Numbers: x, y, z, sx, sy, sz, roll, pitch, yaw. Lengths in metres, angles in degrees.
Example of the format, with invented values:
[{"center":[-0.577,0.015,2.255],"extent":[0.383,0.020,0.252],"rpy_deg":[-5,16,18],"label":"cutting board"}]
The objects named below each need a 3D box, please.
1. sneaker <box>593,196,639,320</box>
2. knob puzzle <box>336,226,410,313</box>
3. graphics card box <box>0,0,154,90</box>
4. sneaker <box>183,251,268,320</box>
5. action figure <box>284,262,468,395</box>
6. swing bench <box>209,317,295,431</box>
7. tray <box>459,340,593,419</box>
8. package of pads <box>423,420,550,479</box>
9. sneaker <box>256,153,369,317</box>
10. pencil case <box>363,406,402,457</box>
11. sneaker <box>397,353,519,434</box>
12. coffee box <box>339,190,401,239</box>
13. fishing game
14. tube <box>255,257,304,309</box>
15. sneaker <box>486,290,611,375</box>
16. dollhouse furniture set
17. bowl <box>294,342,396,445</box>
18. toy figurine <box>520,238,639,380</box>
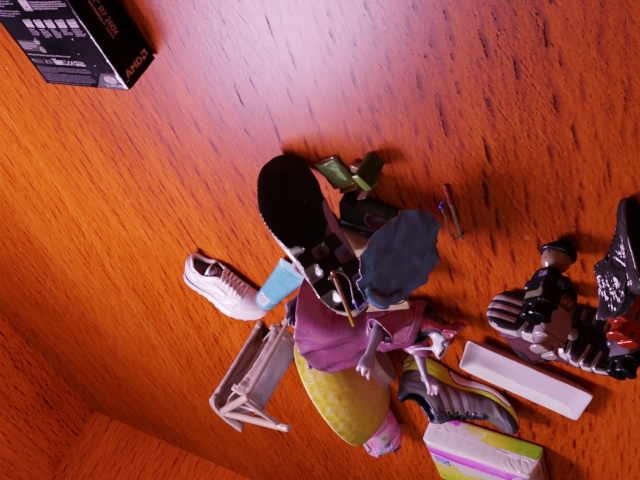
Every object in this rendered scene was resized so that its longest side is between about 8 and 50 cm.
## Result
[{"center":[0.433,0.028,1.310],"extent":[0.051,0.170,0.089],"rpy_deg":[-4,172,-37],"label":"sneaker"},{"center":[0.068,0.050,1.723],"extent":[0.213,0.030,0.213],"rpy_deg":[17,130,21],"label":"knob puzzle"},{"center":[-0.466,-0.419,1.506],"extent":[0.232,0.094,0.371],"rpy_deg":[9,145,34],"label":"graphics card box"},{"center":[-0.228,0.112,2.187],"extent":[0.235,0.090,0.095],"rpy_deg":[27,144,3],"label":"sneaker"},{"center":[0.130,0.178,1.887],"extent":[0.370,0.276,0.248],"rpy_deg":[-8,157,23],"label":"action figure"},{"center":[-0.143,0.342,2.300],"extent":[0.165,0.253,0.254],"rpy_deg":[43,150,-22],"label":"swing bench"},{"center":[0.428,0.284,1.877],"extent":[0.270,0.030,0.145],"rpy_deg":[23,153,14],"label":"tray"},{"center":[0.427,0.568,2.280],"extent":[0.296,0.101,0.229],"rpy_deg":[14,148,31],"label":"package of pads"},{"center":[-0.013,0.001,1.633],"extent":[0.331,0.122,0.146],"rpy_deg":[63,-178,18],"label":"sneaker"},{"center":[0.129,0.469,2.393],"extent":[0.124,0.124,0.284],"rpy_deg":[12,147,32],"label":"pencil case"},{"center":[0.308,0.378,2.052],"extent":[0.300,0.121,0.111],"rpy_deg":[24,153,12],"label":"sneaker"},{"center":[0.095,-0.013,1.692],"extent":[0.113,0.040,0.184],"rpy_deg":[22,152,16],"label":"coffee box"},{"center":[0.131,0.028,1.510],"extent":[0.041,0.264,0.189],"rpy_deg":[37,161,44],"label":"fishing game"},{"center":[-0.094,0.103,2.075],"extent":[0.080,0.052,0.207],"rpy_deg":[30,148,-9],"label":"tube"},{"center":[0.449,0.189,1.639],"extent":[0.281,0.106,0.162],"rpy_deg":[24,160,33],"label":"sneaker"},{"center":[0.045,-0.106,1.564],"extent":[0.076,0.058,0.151],"rpy_deg":[44,150,-24],"label":"dollhouse furniture set"},{"center":[0.083,0.316,2.100],"extent":[0.156,0.289,0.289],"rpy_deg":[-33,123,13],"label":"bowl"},{"center":[0.441,0.111,1.457],"extent":[0.213,0.148,0.209],"rpy_deg":[12,154,27],"label":"toy figurine"}]
